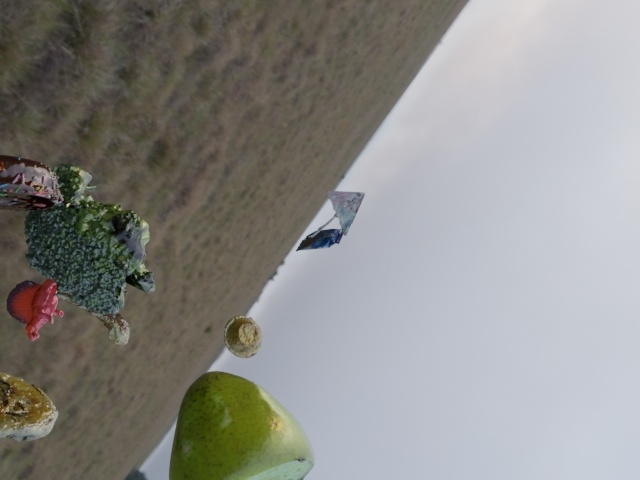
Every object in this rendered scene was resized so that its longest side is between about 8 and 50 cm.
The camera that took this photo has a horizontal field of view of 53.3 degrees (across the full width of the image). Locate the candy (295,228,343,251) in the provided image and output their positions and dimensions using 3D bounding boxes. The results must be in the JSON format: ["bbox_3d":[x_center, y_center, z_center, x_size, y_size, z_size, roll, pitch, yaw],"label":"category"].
[{"bbox_3d":[0.000,0.000,1.845,0.136,0.038,0.088,-10,-150,22],"label":"candy"}]

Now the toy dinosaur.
[{"bbox_3d":[-0.750,0.128,1.700,0.070,0.138,0.286,95,-1,-63],"label":"toy dinosaur"}]

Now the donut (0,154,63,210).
[{"bbox_3d":[-0.661,-0.120,1.339,0.235,0.235,0.089,134,-43,-77],"label":"donut"}]

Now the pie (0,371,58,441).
[{"bbox_3d":[-1.005,0.528,2.030,0.077,0.339,0.339,-64,179,14],"label":"pie"}]

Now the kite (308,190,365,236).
[{"bbox_3d":[0.035,-0.054,1.318,0.156,0.011,0.139,-40,136,-12],"label":"kite"}]

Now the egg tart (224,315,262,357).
[{"bbox_3d":[-0.219,0.278,1.853,0.049,0.129,0.129,-24,-154,52],"label":"egg tart"}]

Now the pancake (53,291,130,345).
[{"bbox_3d":[-0.596,0.190,1.656,0.266,0.244,0.057,21,-102,47],"label":"pancake"}]

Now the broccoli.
[{"bbox_3d":[-0.558,0.007,1.565,0.277,0.317,0.338,-57,-137,11],"label":"broccoli"}]

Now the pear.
[{"bbox_3d":[-0.200,0.446,1.507,0.342,0.318,0.239,-5,138,-39],"label":"pear"}]
